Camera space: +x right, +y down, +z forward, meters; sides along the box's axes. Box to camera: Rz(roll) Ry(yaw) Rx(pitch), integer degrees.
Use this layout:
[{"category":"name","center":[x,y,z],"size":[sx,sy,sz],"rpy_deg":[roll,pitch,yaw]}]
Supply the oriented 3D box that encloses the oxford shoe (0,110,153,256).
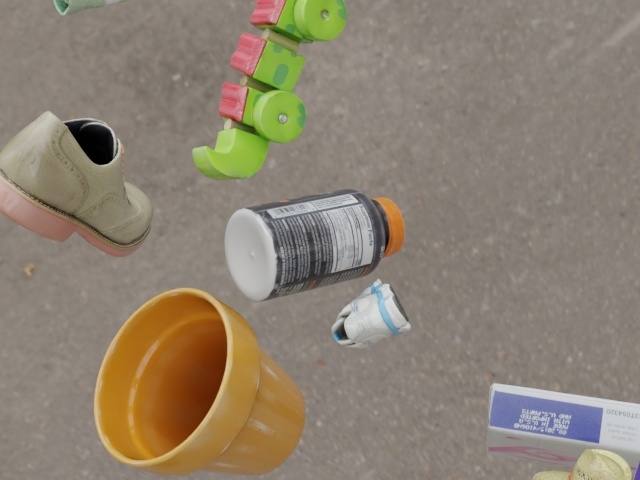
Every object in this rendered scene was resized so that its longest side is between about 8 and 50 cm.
[{"category":"oxford shoe","center":[-0.294,-0.075,1.542],"size":[0.140,0.397,0.147],"rpy_deg":[37,95,10]}]

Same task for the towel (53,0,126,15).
[{"category":"towel","center":[-0.141,-0.339,0.993],"size":[0.038,0.248,0.325],"rpy_deg":[0,18,26]}]

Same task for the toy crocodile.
[{"category":"toy crocodile","center":[-0.061,-0.230,1.455],"size":[0.115,0.105,0.341],"rpy_deg":[22,91,57]}]

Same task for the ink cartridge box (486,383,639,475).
[{"category":"ink cartridge box","center":[0.381,0.266,1.520],"size":[0.324,0.330,0.072],"rpy_deg":[7,73,11]}]

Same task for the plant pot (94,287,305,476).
[{"category":"plant pot","center":[-0.121,0.183,1.337],"size":[0.205,0.188,0.205],"rpy_deg":[-20,54,31]}]

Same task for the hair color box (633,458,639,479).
[{"category":"hair color box","center":[0.332,0.137,0.852],"size":[0.185,0.339,0.110],"rpy_deg":[-38,60,-14]}]

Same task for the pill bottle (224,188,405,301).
[{"category":"pill bottle","center":[0.000,0.000,1.625],"size":[0.245,0.130,0.130],"rpy_deg":[-12,47,-35]}]

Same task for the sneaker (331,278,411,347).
[{"category":"sneaker","center":[0.050,0.091,1.348],"size":[0.082,0.191,0.071],"rpy_deg":[-26,84,-2]}]

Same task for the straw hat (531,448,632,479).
[{"category":"straw hat","center":[0.308,0.263,1.276],"size":[0.144,0.144,0.061],"rpy_deg":[24,108,28]}]
